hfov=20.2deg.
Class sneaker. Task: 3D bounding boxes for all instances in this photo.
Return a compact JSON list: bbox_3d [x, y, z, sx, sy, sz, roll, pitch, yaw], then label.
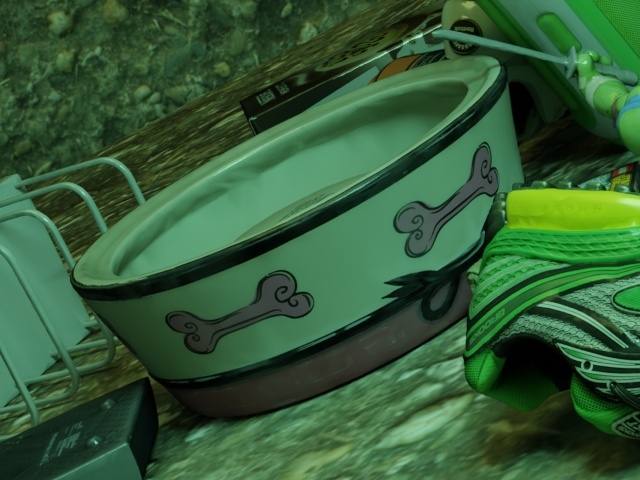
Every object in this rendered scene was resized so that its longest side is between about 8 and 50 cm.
[{"bbox_3d":[0.229,0.052,1.019,0.343,0.134,0.146,-2,64,47],"label":"sneaker"},{"bbox_3d":[0.207,-0.165,1.743,0.122,0.146,0.330,8,0,37],"label":"sneaker"}]

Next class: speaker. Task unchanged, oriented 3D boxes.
[{"bbox_3d":[0.212,-0.208,1.548,0.131,0.296,0.131,-26,43,26],"label":"speaker"}]

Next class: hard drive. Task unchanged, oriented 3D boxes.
[{"bbox_3d":[-0.249,0.204,1.442,0.255,0.054,0.172,-26,13,7],"label":"hard drive"}]

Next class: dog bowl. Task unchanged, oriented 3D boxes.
[{"bbox_3d":[0.000,0.000,1.526,0.408,0.150,0.408,-25,13,6],"label":"dog bowl"}]

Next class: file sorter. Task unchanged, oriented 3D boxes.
[{"bbox_3d":[-0.296,0.061,1.784,0.173,0.193,0.278,-13,19,36],"label":"file sorter"}]

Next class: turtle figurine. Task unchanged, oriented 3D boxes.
[{"bbox_3d":[0.293,-0.171,1.416,0.266,0.275,0.198,-13,-41,-45],"label":"turtle figurine"}]

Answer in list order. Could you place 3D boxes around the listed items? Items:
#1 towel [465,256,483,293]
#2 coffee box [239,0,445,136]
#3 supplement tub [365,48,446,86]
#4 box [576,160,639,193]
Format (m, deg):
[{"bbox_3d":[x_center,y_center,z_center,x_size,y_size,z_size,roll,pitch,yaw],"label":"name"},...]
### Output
[{"bbox_3d":[0.183,0.012,1.320,0.110,0.027,0.148,-41,27,-20],"label":"towel"},{"bbox_3d":[0.065,-0.169,2.092,0.297,0.119,0.168,-27,14,-1],"label":"coffee box"},{"bbox_3d":[0.125,-0.142,1.882,0.117,0.117,0.190,-33,14,-23],"label":"supplement tub"},{"bbox_3d":[0.212,-0.016,1.433,0.094,0.027,0.137,-22,15,19],"label":"box"}]
